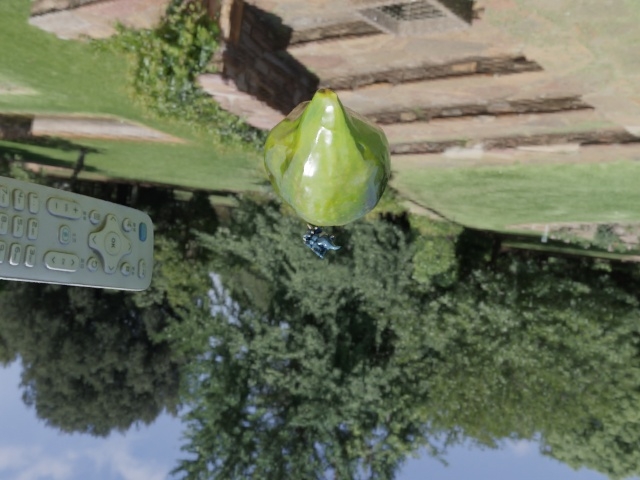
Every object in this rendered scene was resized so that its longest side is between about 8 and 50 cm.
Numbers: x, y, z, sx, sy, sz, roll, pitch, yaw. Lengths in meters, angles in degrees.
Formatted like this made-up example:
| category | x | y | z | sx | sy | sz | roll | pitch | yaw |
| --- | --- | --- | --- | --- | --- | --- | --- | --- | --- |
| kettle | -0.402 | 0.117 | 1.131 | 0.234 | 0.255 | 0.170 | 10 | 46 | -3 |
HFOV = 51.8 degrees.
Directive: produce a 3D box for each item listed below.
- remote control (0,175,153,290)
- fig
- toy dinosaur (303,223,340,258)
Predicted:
| category | x | y | z | sx | sy | sz | roll | pitch | yaw |
| --- | --- | --- | --- | --- | --- | --- | --- | --- | --- |
| remote control | -0.216 | -0.002 | 0.509 | 0.044 | 0.073 | 0.229 | -8 | 169 | 27 |
| fig | 0.014 | -0.138 | 1.001 | 0.206 | 0.206 | 0.275 | 7 | 163 | -1 |
| toy dinosaur | 0.000 | 0.000 | 1.211 | 0.083 | 0.047 | 0.030 | 40 | -179 | 41 |
